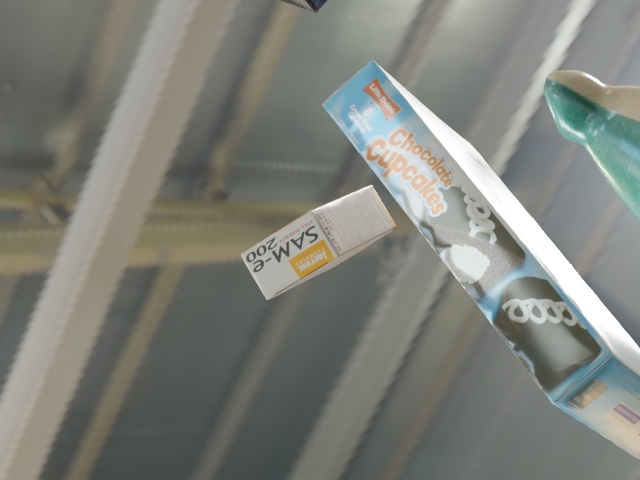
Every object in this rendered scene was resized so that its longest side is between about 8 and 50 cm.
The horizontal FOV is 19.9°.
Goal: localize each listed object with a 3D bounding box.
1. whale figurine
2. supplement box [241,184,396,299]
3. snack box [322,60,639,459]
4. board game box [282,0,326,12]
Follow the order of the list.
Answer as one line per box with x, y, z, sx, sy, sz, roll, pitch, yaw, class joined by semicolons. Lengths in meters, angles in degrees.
0.319;-0.060;1.672;0.141;0.272;0.216;-63;-15;-4;whale figurine
0.000;0.000;1.187;0.062;0.036;0.098;-32;-3;27;supplement box
0.142;0.014;1.395;0.060;0.322;0.187;-42;-33;10;snack box
-0.111;-0.204;0.929;0.042;0.243;0.165;-57;-44;-10;board game box
